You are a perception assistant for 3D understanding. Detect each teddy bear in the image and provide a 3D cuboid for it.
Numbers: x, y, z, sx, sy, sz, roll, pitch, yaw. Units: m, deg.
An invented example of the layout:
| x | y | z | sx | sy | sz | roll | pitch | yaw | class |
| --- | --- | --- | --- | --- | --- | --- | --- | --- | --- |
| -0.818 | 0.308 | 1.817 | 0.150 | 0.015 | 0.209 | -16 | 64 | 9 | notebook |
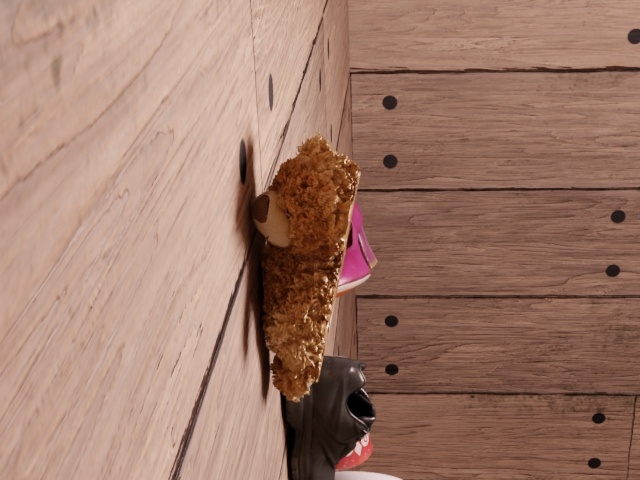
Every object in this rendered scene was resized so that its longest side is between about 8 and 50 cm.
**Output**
| x | y | z | sx | sy | sz | roll | pitch | yaw | class |
| --- | --- | --- | --- | --- | --- | --- | --- | --- | --- |
| -0.031 | 0.040 | 1.187 | 0.338 | 0.113 | 0.245 | 97 | 3 | -62 | teddy bear |

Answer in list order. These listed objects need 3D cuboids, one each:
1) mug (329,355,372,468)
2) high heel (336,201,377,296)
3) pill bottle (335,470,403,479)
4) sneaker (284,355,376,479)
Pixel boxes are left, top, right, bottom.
| x | y | z | sx | sy | sz | roll | pitch | yaw | class |
| --- | --- | --- | --- | --- | --- | --- | --- | --- | --- |
| 0.028 | 0.304 | 1.746 | 0.150 | 0.113 | 0.169 | -84 | 169 | -65 | mug |
| 0.000 | 0.000 | 1.685 | 0.181 | 0.127 | 0.377 | 61 | 11 | -2 | high heel |
| 0.056 | 0.550 | 1.591 | 0.188 | 0.187 | 0.334 | 82 | 10 | -60 | pill bottle |
| 0.017 | 0.277 | 1.478 | 0.109 | 0.130 | 0.286 | -88 | 176 | -47 | sneaker |
